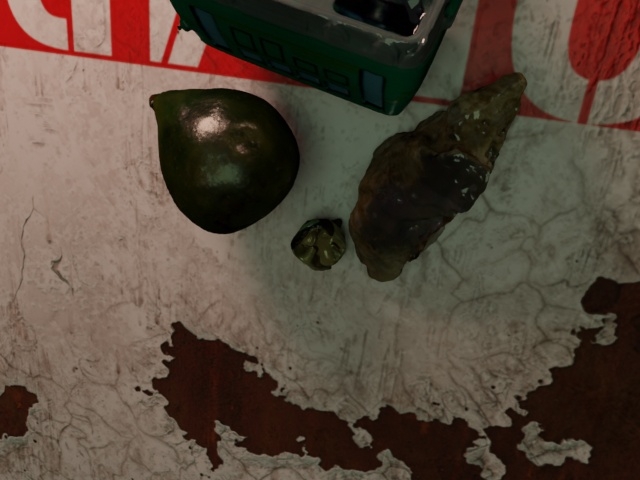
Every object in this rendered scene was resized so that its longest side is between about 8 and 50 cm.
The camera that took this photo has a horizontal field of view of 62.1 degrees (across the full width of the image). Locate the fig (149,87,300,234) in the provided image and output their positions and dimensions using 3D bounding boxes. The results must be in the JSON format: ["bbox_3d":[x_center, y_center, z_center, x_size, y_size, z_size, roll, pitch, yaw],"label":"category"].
[{"bbox_3d":[-0.149,-0.127,0.732,0.245,0.195,0.195,38,115,-2],"label":"fig"}]

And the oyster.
[{"bbox_3d":[0.138,-0.073,0.705,0.166,0.110,0.341,51,128,1],"label":"oyster"}]

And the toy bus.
[{"bbox_3d":[-0.011,-0.290,0.621,0.344,0.199,0.183,24,78,8],"label":"toy bus"}]

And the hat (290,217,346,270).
[{"bbox_3d":[0.000,0.000,0.804,0.076,0.059,0.077,36,122,-16],"label":"hat"}]
